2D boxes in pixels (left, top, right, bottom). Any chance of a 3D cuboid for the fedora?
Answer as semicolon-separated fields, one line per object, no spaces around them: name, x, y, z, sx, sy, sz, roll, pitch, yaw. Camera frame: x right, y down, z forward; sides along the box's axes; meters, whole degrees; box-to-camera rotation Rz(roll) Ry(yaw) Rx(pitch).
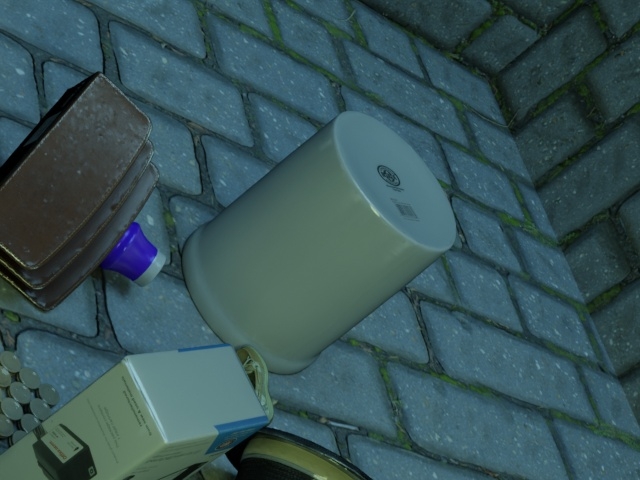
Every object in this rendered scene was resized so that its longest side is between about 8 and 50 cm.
fedora;-0.029;0.427;2.082;0.334;0.334;0.152;41;59;-18

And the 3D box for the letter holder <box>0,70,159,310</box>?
letter holder;-0.369;-0.064;2.076;0.214;0.152;0.302;44;67;-17

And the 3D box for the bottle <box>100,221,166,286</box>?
bottle;-0.377;-0.033;2.223;0.283;0.118;0.092;40;33;-20

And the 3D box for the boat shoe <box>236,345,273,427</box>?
boat shoe;-0.120;0.243;2.334;0.048;0.056;0.153;25;44;-48

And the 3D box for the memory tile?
memory tile;-0.430;0.227;1.938;0.113;0.012;0.148;43;29;-14

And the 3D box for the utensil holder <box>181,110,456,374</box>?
utensil holder;0.000;0.000;2.454;0.328;0.385;0.327;36;30;-25

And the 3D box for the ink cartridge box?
ink cartridge box;-0.258;0.271;1.819;0.223;0.307;0.129;-3;60;-57
